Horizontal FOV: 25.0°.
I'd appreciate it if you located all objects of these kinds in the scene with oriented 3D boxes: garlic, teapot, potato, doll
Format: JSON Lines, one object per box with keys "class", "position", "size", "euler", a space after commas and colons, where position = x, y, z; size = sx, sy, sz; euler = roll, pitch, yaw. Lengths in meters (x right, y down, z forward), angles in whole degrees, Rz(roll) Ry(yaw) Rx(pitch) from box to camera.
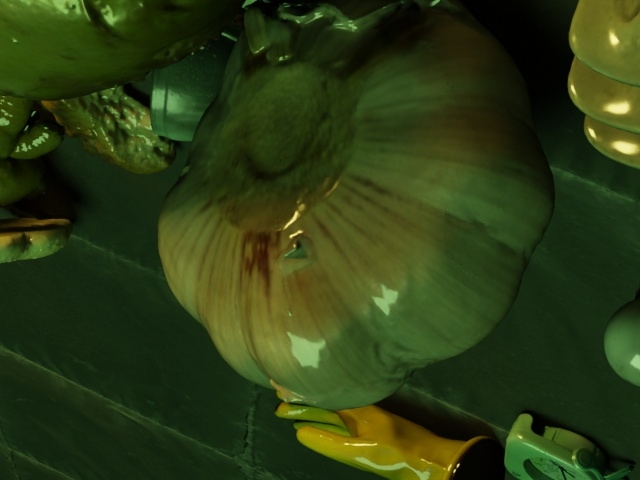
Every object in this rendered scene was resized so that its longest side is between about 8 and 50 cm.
{"class": "garlic", "position": [0.025, -0.030, 1.061], "size": [0.241, 0.322, 0.322], "euler": [11, 161, -27]}
{"class": "teapot", "position": [-0.079, -0.151, 1.201], "size": [0.108, 0.149, 0.111], "euler": [12, -171, 3]}
{"class": "potato", "position": [-0.141, -0.192, 0.995], "size": [0.196, 0.246, 0.299], "euler": [41, 148, 10]}
{"class": "doll", "position": [-0.341, -0.120, 1.514], "size": [0.137, 0.097, 0.209], "euler": [3, 139, -16]}

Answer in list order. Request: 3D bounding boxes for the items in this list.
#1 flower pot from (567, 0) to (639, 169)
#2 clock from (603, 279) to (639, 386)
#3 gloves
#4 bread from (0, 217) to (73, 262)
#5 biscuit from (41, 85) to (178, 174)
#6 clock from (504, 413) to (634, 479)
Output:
{"class": "flower pot", "position": [0.283, -0.128, 0.798], "size": [0.254, 0.164, 0.367], "euler": [26, 151, -3]}
{"class": "clock", "position": [0.310, 0.061, 1.086], "size": [0.166, 0.162, 0.092], "euler": [25, 149, 9]}
{"class": "gloves", "position": [0.065, 0.246, 1.709], "size": [0.294, 0.116, 0.133], "euler": [16, 143, 37]}
{"class": "bread", "position": [-0.373, 0.001, 1.635], "size": [0.182, 0.039, 0.251], "euler": [-1, -174, -8]}
{"class": "biscuit", "position": [-0.220, -0.128, 1.389], "size": [0.118, 0.061, 0.183], "euler": [6, 145, 40]}
{"class": "clock", "position": [0.266, 0.242, 1.557], "size": [0.135, 0.041, 0.101], "euler": [21, 151, 15]}
